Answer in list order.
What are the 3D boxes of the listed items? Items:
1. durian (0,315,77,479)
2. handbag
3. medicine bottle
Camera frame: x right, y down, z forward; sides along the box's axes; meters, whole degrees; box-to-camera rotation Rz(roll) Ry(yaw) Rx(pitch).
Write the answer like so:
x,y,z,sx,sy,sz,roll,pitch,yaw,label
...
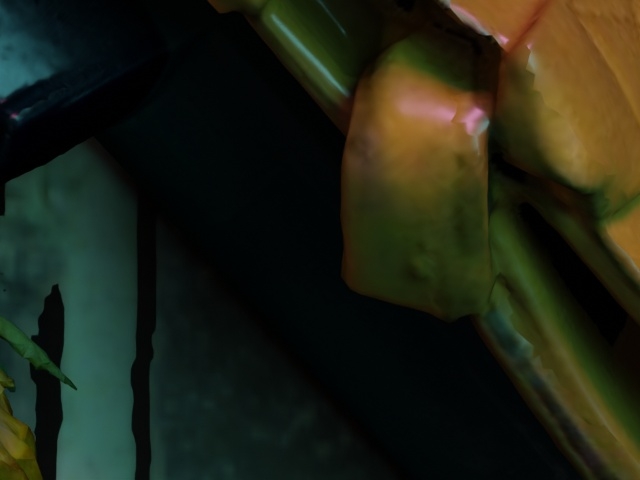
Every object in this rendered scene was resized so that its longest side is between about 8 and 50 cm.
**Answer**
x,y,z,sx,sy,sz,roll,pitch,yaw,label
-0.186,-0.049,0.364,0.352,0.158,0.169,47,52,-12,durian
0.027,-0.140,0.477,0.401,0.133,0.283,52,37,-15,handbag
0.000,0.000,0.515,0.258,0.079,0.124,46,56,-18,medicine bottle
